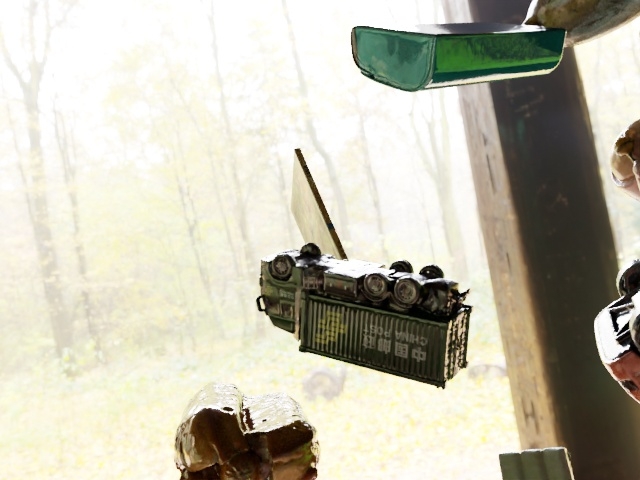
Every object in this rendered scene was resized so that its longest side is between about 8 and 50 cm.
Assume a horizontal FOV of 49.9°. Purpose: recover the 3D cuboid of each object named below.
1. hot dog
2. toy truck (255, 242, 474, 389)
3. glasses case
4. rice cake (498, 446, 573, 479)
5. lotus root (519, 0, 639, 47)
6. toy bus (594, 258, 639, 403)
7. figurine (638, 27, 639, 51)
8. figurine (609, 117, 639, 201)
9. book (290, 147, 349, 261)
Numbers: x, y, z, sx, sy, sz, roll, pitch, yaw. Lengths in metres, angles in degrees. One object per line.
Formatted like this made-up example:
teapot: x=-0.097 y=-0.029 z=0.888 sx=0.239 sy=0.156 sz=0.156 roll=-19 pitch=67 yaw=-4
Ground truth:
hot dog: x=-0.086 y=0.237 z=0.788 sx=0.158 sy=0.117 sz=0.349 roll=11 pitch=-7 yaw=-7
toy truck: x=0.047 y=0.080 z=0.829 sx=0.259 sy=0.121 sz=0.088 roll=10 pitch=15 yaw=31
glasses case: x=0.174 y=-0.226 z=0.832 sx=0.117 sy=0.070 sz=0.301 roll=22 pitch=30 yaw=39
rice cake: x=0.354 y=0.442 z=1.083 sx=0.127 sy=0.237 sz=0.043 roll=-15 pitch=-44 yaw=18
lotus root: x=0.481 y=-0.439 z=1.234 sx=0.322 sy=0.158 sz=0.140 roll=-32 pitch=20 yaw=24
toy bus: x=0.567 y=0.067 z=0.837 sx=0.427 sy=0.233 sz=0.203 roll=-41 pitch=0 yaw=24
figurine: x=0.497 y=-0.340 z=0.943 sx=0.144 sy=0.256 sz=0.182 roll=-30 pitch=42 yaw=-12
figurine: x=0.553 y=-0.119 z=1.079 sx=0.176 sy=0.186 sz=0.287 roll=-41 pitch=18 yaw=25
book: x=0.001 y=0.000 z=1.058 sx=0.018 sy=0.241 sz=0.170 roll=-16 pitch=-28 yaw=-13
